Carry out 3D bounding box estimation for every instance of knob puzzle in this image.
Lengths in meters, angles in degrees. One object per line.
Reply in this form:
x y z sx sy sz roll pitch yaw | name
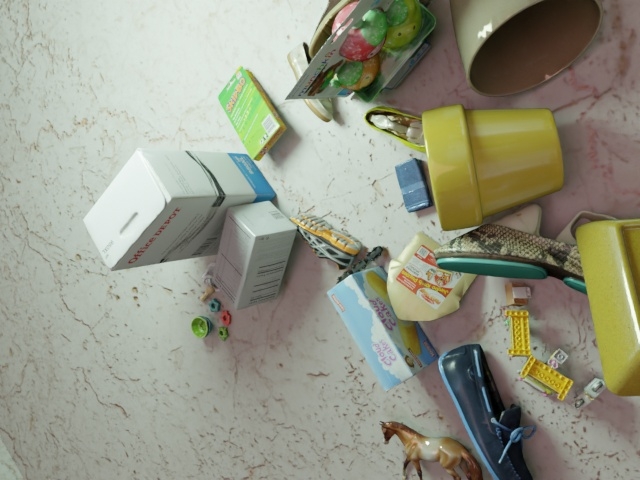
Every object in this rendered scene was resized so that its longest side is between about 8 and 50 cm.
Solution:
0.240 0.104 1.322 0.213 0.030 0.213 -5 73 18 | knob puzzle

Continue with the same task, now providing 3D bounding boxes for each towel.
0.218 -0.129 1.338 0.067 0.029 0.119 -17 87 32 | towel

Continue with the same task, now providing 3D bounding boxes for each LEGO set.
0.451 0.234 1.211 0.132 0.107 0.287 -33 70 -5 | LEGO set

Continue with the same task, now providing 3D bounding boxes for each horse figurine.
0.272 0.522 1.353 0.264 0.066 0.174 1 102 34 | horse figurine

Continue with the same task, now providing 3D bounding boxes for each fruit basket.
0.105 -0.410 1.192 0.165 0.353 0.327 44 116 3 | fruit basket

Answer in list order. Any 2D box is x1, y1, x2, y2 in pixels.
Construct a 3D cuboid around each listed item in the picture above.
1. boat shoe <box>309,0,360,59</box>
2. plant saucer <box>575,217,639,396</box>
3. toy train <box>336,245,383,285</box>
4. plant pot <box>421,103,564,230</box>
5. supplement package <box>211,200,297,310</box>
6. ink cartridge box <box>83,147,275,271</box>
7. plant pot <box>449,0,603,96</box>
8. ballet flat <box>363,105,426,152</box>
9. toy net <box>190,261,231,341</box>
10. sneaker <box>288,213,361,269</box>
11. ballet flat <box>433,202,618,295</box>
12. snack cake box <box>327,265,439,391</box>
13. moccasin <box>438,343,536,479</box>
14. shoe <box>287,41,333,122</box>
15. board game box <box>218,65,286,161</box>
0.085 -0.570 1.340 0.342 0.123 0.123 -50 40 33 | boat shoe
0.619 0.077 0.925 0.333 0.081 0.332 -5 56 15 | plant saucer
0.097 0.064 1.430 0.158 0.036 0.027 -42 86 27 | toy train
0.342 -0.160 1.141 0.239 0.254 0.253 -10 89 16 | plant pot
-0.178 0.039 1.500 0.139 0.134 0.244 44 130 34 | supplement package
-0.356 -0.085 1.486 0.285 0.395 0.166 -43 73 28 | ink cartridge box
0.355 -0.469 1.110 0.257 0.257 0.273 -34 61 30 | plant pot
0.198 -0.254 1.308 0.231 0.077 0.077 26 108 27 | ballet flat
-0.323 0.183 1.701 0.122 0.045 0.232 11 101 31 | toy net
0.000 0.000 1.460 0.215 0.084 0.083 33 120 27 | sneaker
0.480 0.023 1.136 0.483 0.164 0.181 14 81 25 | ballet flat
0.147 0.200 1.344 0.089 0.152 0.264 -39 75 30 | snack cake box
0.377 0.385 1.229 0.117 0.138 0.341 -32 76 18 | moccasin
-0.018 -0.397 1.429 0.058 0.077 0.218 -33 75 35 | shoe
-0.191 -0.347 1.541 0.124 0.039 0.259 -46 61 26 | board game box
